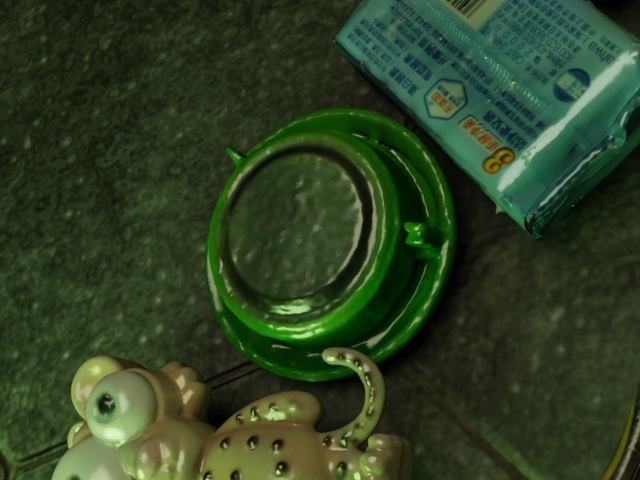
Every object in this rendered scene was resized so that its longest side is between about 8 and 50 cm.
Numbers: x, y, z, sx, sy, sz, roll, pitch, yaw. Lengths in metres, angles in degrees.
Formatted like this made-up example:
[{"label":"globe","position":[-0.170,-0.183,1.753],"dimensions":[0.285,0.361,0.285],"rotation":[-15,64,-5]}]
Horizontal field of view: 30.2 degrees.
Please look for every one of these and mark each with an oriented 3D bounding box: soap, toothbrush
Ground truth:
[{"label":"soap","position":[0.127,-0.131,0.871],"dimensions":[0.156,0.077,0.293],"rotation":[-44,51,7]},{"label":"toothbrush","position":[0.217,0.077,0.743],"dimensions":[0.031,0.023,0.321],"rotation":[22,79,40]}]

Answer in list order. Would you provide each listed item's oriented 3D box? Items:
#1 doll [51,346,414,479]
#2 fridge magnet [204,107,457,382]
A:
[{"label":"doll","position":[-0.069,0.154,0.822],"dimensions":[0.278,0.119,0.154],"rotation":[-6,75,27]},{"label":"fridge magnet","position":[0.000,0.000,0.870],"dimensions":[0.208,0.088,0.208],"rotation":[-8,74,28]}]
